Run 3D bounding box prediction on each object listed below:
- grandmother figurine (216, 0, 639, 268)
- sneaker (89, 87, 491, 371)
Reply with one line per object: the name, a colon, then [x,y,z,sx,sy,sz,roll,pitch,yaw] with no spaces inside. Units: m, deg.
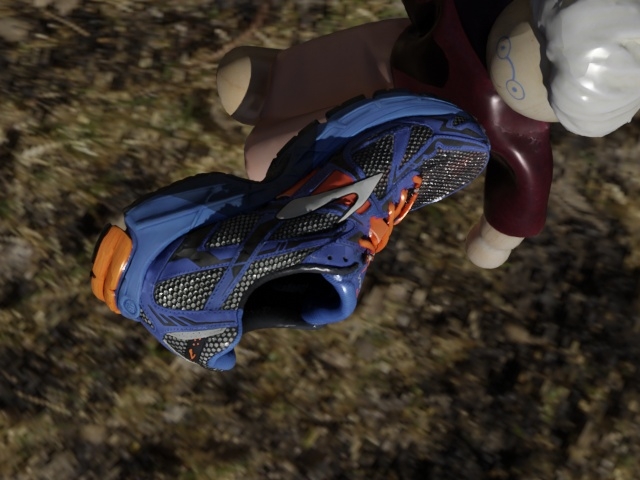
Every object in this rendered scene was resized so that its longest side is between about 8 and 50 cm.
grandmother figurine: [0.067,-0.080,0.917,0.104,0.342,0.208,-37,102,-29]
sneaker: [0.000,0.000,0.778,0.221,0.087,0.083,-28,153,-27]
